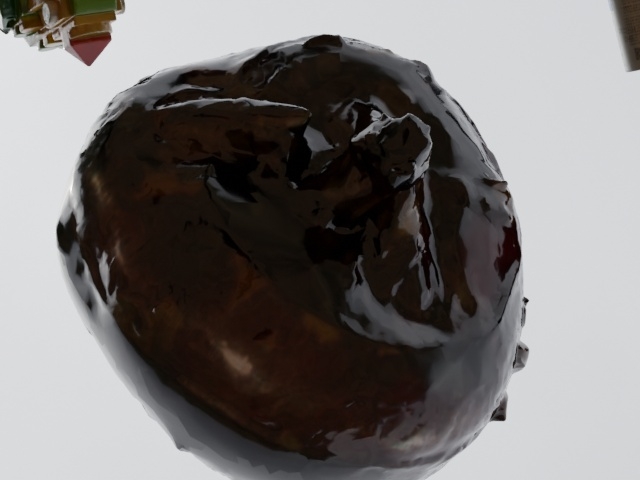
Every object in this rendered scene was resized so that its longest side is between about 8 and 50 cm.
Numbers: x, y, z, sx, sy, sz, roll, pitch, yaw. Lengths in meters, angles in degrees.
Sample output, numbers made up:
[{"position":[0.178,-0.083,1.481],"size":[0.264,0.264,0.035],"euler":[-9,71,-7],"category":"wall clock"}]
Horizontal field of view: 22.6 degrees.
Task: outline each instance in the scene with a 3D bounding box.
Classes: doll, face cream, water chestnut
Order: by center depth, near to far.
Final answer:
[{"position":[0.000,0.000,0.942],"size":[0.300,0.300,0.300],"euler":[-3,-100,19],"category":"water chestnut"},{"position":[0.212,-0.183,1.107],"size":[0.034,0.034,0.130],"euler":[-13,-82,17],"category":"face cream"},{"position":[-0.230,-0.228,1.384],"size":[0.186,0.106,0.134],"euler":[36,-50,50],"category":"doll"}]
